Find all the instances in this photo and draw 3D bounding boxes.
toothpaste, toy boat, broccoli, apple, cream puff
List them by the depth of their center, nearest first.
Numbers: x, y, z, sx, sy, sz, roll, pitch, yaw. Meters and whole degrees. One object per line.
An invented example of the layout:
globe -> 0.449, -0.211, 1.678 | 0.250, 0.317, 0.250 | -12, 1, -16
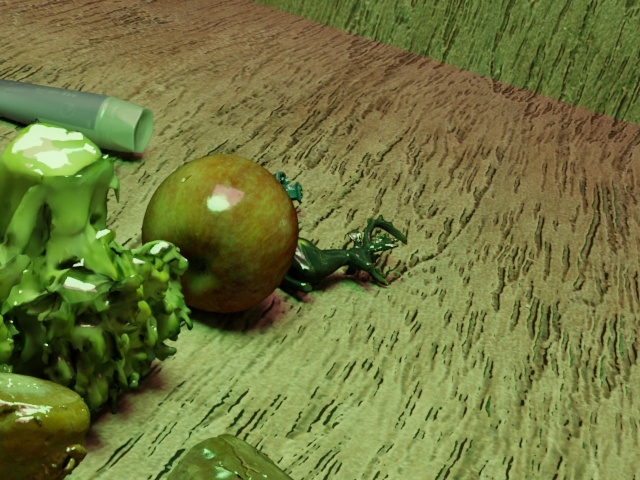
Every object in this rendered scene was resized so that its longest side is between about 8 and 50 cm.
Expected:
cream puff -> -0.275, 0.172, 1.236 | 0.144, 0.103, 0.126 | 14, 7, -6
broccoli -> -0.300, 0.039, 1.417 | 0.334, 0.272, 0.324 | 30, 63, 17
apple -> -0.121, -0.006, 1.695 | 0.188, 0.188, 0.174 | 19, 31, 8
toy boat -> -0.056, -0.067, 2.075 | 0.061, 0.060, 0.137 | -6, 16, -3
toothpaste -> -0.435, -0.211, 2.157 | 0.371, 0.080, 0.125 | 16, 20, 14

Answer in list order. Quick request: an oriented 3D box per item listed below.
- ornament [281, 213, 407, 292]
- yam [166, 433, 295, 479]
ornament -> 0.000, 0.000, 1.924 | 0.236, 0.080, 0.202 | -8, 34, -42
yam -> -0.036, 0.258, 1.149 | 0.128, 0.129, 0.238 | -2, 28, -42
